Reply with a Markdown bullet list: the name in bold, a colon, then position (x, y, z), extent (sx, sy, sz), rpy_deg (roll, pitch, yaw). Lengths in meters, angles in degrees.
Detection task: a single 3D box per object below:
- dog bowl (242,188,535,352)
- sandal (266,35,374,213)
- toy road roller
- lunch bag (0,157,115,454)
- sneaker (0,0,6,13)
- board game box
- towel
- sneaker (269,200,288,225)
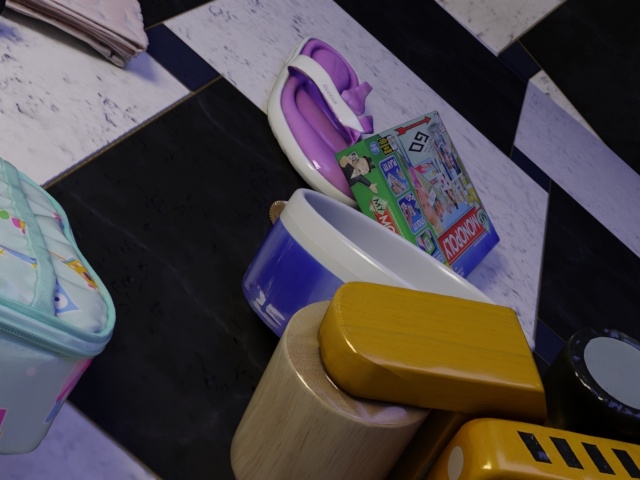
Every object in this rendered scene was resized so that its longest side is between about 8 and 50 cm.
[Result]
- **dog bowl**: position (0.062, 0.064, 0.922), extent (0.264, 0.104, 0.265), rpy_deg (32, 9, -6)
- **sandal**: position (0.016, -0.193, 1.341), extent (0.169, 0.102, 0.416), rpy_deg (30, 29, -24)
- **toy road roller**: position (0.112, 0.191, 0.693), extent (0.329, 0.203, 0.241), rpy_deg (13, 38, -16)
- **lunch bag**: position (-0.244, 0.001, 0.585), extent (0.224, 0.108, 0.279), rpy_deg (25, 12, -31)
- **sneaker**: position (-0.394, -0.267, 0.905), extent (0.098, 0.083, 0.223), rpy_deg (29, 5, 30)
- **board game box**: position (0.137, -0.049, 1.284), extent (0.214, 0.046, 0.317), rpy_deg (63, 26, -3)
- **towel**: position (-0.359, -0.360, 1.123), extent (0.317, 0.053, 0.332), rpy_deg (23, 32, -37)
- **sneaker**: position (0.000, 0.000, 1.092), extent (0.067, 0.042, 0.118), rpy_deg (-4, 50, -53)
